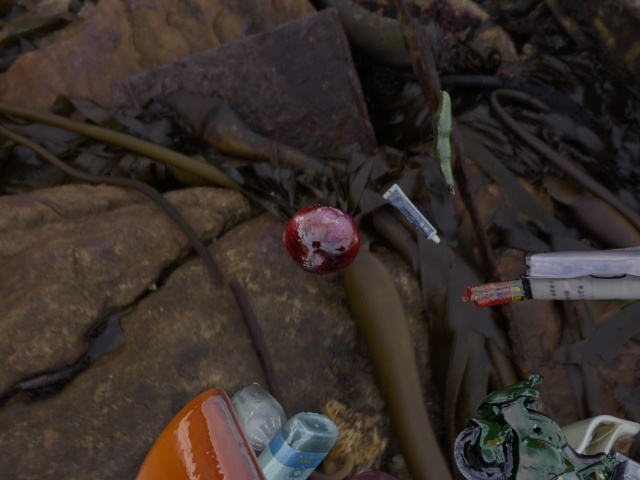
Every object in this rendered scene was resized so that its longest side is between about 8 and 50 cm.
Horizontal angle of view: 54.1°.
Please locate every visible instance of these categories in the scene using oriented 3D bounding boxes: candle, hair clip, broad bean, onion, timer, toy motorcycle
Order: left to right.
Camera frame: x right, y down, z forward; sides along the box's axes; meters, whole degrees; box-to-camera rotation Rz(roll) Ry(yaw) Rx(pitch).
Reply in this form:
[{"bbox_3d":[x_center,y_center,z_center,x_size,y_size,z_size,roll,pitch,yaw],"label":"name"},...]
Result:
[{"bbox_3d":[-0.087,0.308,0.589,0.162,0.249,0.257,-3,34,-29],"label":"timer"},{"bbox_3d":[0.000,0.000,1.045,0.131,0.131,0.131,2,66,-4],"label":"onion"},{"bbox_3d":[0.343,-0.270,1.754,0.060,0.297,0.043,10,27,39],"label":"broad bean"},{"bbox_3d":[0.367,0.114,1.343,0.131,0.052,0.051,-8,67,1],"label":"candle"},{"bbox_3d":[0.315,0.287,0.836,0.275,0.124,0.187,28,52,1],"label":"toy motorcycle"},{"bbox_3d":[0.479,0.404,1.197,0.282,0.172,0.113,-25,79,-49],"label":"hair clip"}]

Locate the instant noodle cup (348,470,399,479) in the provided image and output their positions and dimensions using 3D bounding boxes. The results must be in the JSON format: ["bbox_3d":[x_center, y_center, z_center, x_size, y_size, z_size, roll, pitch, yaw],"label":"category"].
[{"bbox_3d":[0.098,0.596,1.292,0.235,0.178,0.234,0,90,19],"label":"instant noodle cup"}]

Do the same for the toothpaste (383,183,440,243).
[{"bbox_3d":[0.178,-0.047,1.193,0.037,0.021,0.140,-46,79,19],"label":"toothpaste"}]

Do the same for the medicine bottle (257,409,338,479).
[{"bbox_3d":[-0.060,0.336,0.905,0.208,0.090,0.053,-54,43,16],"label":"medicine bottle"}]

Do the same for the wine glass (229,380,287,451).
[{"bbox_3d":[-0.120,0.446,1.445,0.127,0.126,0.241,-33,46,-18],"label":"wine glass"}]

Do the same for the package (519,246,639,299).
[{"bbox_3d":[0.357,0.037,0.753,0.204,0.251,0.062,0,96,26],"label":"package"}]
